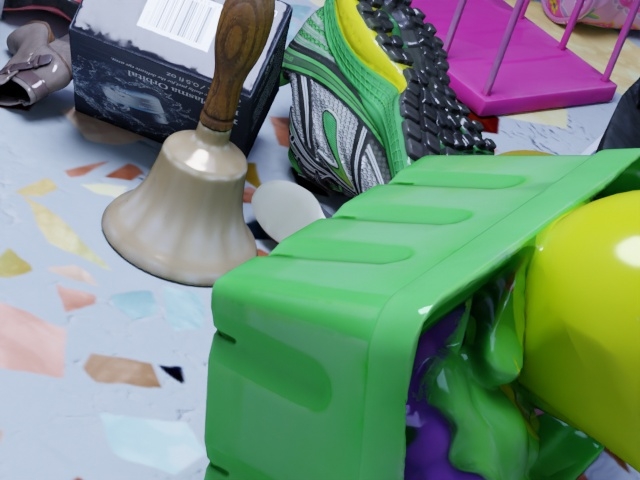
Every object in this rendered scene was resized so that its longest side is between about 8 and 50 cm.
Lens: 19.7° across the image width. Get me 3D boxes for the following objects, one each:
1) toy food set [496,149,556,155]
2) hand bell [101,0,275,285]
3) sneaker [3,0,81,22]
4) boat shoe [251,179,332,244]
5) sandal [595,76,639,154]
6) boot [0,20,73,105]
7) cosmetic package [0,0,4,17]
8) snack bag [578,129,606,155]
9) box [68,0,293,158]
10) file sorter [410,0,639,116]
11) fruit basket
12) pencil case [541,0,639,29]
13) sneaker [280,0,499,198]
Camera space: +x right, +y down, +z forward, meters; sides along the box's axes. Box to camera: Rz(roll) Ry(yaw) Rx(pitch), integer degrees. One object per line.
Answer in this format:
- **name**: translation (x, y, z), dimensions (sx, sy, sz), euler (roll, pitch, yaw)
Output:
- **toy food set**: translation (0.222, 0.010, 1.554), dimensions (0.218, 0.071, 0.128), euler (26, 46, 9)
- **hand bell**: translation (-0.076, -0.100, 1.379), dimensions (0.126, 0.242, 0.126), euler (14, 30, -8)
- **sneaker**: translation (-0.202, -0.245, 1.673), dimensions (0.313, 0.116, 0.136), euler (23, 29, 6)
- **boat shoe**: translation (0.000, 0.000, 1.462), dimensions (0.137, 0.049, 0.043), euler (35, -9, 29)
- **sandal**: translation (0.330, -0.117, 1.515), dimensions (0.167, 0.107, 0.446), euler (22, 47, -1)
- **boot**: translation (-0.250, -0.146, 1.551), dimensions (0.118, 0.042, 0.087), euler (3, 39, 44)
- **cosmetic package**: translation (-0.364, -0.230, 1.514), dimensions (0.183, 0.151, 0.151), euler (21, 30, 3)
- **snack bag**: translation (0.327, 0.048, 1.469), dimensions (0.342, 0.037, 0.323), euler (40, 45, 12)
- **box**: translation (-0.115, -0.147, 1.501), dimensions (0.156, 0.158, 0.093), euler (21, 69, 3)
- **file sorter**: translation (0.168, -0.286, 1.889), dimensions (0.202, 0.182, 0.290), euler (-10, 41, -41)
- **fruit basket**: translation (0.154, 0.083, 1.166), dimensions (0.392, 0.283, 0.392), euler (4, 23, -2)
- **pencil case**: translation (0.378, -0.295, 2.092), dimensions (0.284, 0.124, 0.124), euler (0, 35, -29)
- **sneaker**: translation (0.058, -0.067, 1.533), dimensions (0.134, 0.146, 0.344), euler (23, 34, -37)
